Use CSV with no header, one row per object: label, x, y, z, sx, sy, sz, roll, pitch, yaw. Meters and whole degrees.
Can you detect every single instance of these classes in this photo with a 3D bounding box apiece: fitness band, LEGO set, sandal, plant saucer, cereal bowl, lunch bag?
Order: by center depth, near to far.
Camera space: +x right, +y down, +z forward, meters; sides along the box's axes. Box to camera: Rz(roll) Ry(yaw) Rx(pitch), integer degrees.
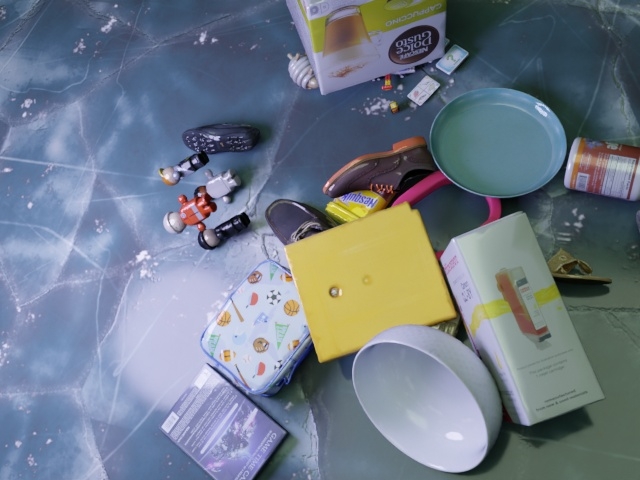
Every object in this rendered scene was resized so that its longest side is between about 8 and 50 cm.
cereal bowl,0.240,0.312,1.676,0.339,0.338,0.141,34,49,23
sandal,0.523,0.054,1.781,0.240,0.088,0.079,-1,78,21
fitness band,0.291,-0.055,1.869,0.291,0.054,0.209,-35,64,-15
plant saucer,0.420,-0.227,1.899,0.318,0.043,0.317,-3,61,5
lunch bag,-0.124,0.217,1.901,0.243,0.115,0.303,36,86,18
LEGO set,0.232,-0.447,2.055,0.244,0.060,0.182,-47,62,-3

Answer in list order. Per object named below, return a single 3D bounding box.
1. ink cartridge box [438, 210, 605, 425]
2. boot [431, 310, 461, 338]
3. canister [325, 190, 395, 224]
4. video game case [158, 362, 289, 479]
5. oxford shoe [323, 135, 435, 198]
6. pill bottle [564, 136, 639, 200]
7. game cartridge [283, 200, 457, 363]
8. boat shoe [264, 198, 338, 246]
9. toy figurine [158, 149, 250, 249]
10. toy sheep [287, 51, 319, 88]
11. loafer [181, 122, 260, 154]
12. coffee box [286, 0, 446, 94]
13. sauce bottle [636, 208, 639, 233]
ink cartridge box,0.391,0.164,1.626,0.161,0.279,0.384,-20,80,-1
boot,0.228,0.143,1.834,0.204,0.095,0.261,8,69,15
canister,0.110,-0.110,1.965,0.126,0.073,0.169,31,81,22
video game case,-0.233,0.450,1.894,0.274,0.026,0.196,35,88,23
oxford shoe,0.139,-0.152,1.886,0.272,0.097,0.098,-24,73,3
pill bottle,0.669,-0.156,1.792,0.216,0.121,0.121,14,76,19
game cartridge,0.108,0.092,1.791,0.324,0.053,0.285,-19,77,8
boat shoe,0.000,0.000,1.927,0.355,0.130,0.132,36,85,24
toy figurine,-0.299,-0.098,2.010,0.148,0.213,0.209,-27,62,24
toy sheep,-0.042,-0.454,2.118,0.091,0.091,0.132,-37,72,1
loafer,-0.266,-0.276,2.139,0.223,0.076,0.078,4,37,24
coffee box,0.097,-0.625,1.963,0.338,0.334,0.338,-18,62,-3
sauce bottle,0.864,-0.072,1.715,0.345,0.111,0.111,-19,68,8
